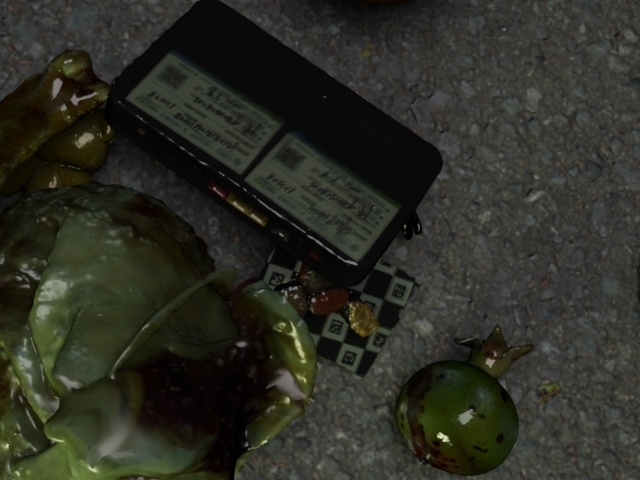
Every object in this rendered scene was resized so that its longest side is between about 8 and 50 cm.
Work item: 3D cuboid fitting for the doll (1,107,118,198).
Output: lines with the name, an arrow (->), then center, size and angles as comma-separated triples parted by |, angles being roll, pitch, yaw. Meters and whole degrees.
doll -> -0.299, -0.066, 1.320 | 0.137, 0.097, 0.209 | 21, 93, 25

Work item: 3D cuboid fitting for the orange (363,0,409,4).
orange -> 0.076, -0.430, 1.333 | 0.312, 0.312, 0.312 | 2, 80, -10

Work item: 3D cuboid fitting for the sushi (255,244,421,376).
sushi -> 0.021, 0.070, 1.322 | 0.201, 0.031, 0.139 | 28, 90, -29

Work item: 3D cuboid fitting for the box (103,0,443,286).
box -> -0.050, -0.115, 1.295 | 0.350, 0.058, 0.211 | 36, 56, 4

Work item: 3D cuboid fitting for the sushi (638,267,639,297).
sushi -> 0.450, 0.059, 1.433 | 0.091, 0.078, 0.150 | 3, 81, -4

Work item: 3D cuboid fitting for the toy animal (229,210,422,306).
toy animal -> -0.024, -0.007, 1.347 | 0.324, 0.090, 0.195 | -43, 93, -16

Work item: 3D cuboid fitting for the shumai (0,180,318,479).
shumai -> -0.205, 0.149, 1.132 | 0.395, 0.348, 0.395 | -3, 98, -24

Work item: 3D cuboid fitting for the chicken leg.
chicken leg -> -0.387, -0.064, 1.162 | 0.361, 0.212, 0.140 | -46, 129, -43

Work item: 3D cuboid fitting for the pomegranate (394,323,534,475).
pomegranate -> 0.160, 0.185, 1.328 | 0.149, 0.148, 0.169 | 16, 67, -8
